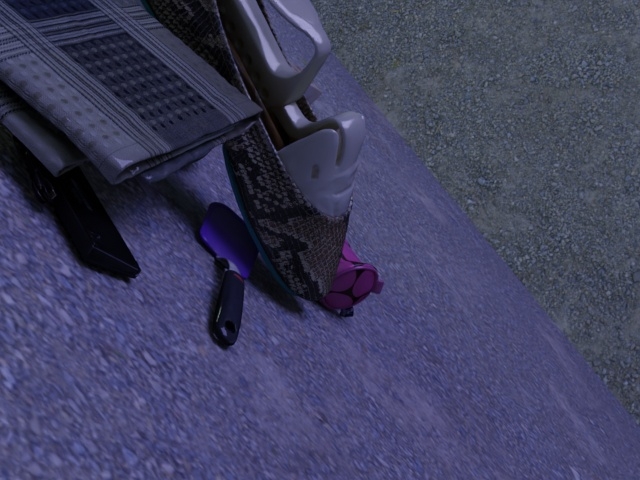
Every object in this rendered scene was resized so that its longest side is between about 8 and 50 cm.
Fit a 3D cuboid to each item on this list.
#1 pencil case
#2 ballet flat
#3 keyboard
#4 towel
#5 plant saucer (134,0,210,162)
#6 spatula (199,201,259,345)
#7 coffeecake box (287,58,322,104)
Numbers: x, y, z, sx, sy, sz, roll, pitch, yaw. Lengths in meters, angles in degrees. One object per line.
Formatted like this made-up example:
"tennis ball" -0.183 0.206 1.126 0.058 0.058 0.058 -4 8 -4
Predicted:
"pencil case" 0.000 0.000 1.498 0.098 0.095 0.209 -7 46 -29
"ballet flat" -0.055 -0.167 1.286 0.164 0.182 0.482 -29 94 -60
"keyboard" -0.234 -0.042 1.014 0.180 0.023 0.108 53 8 31
"towel" -0.242 -0.180 1.112 0.324 0.056 0.312 40 26 7
"plant saucer" -0.240 -0.285 1.398 0.400 0.101 0.400 44 25 -27
"spatula" -0.098 0.035 1.195 0.084 0.030 0.296 46 12 -18
"coffeecake box" -0.099 -0.228 1.766 0.068 0.142 0.185 50 13 20
